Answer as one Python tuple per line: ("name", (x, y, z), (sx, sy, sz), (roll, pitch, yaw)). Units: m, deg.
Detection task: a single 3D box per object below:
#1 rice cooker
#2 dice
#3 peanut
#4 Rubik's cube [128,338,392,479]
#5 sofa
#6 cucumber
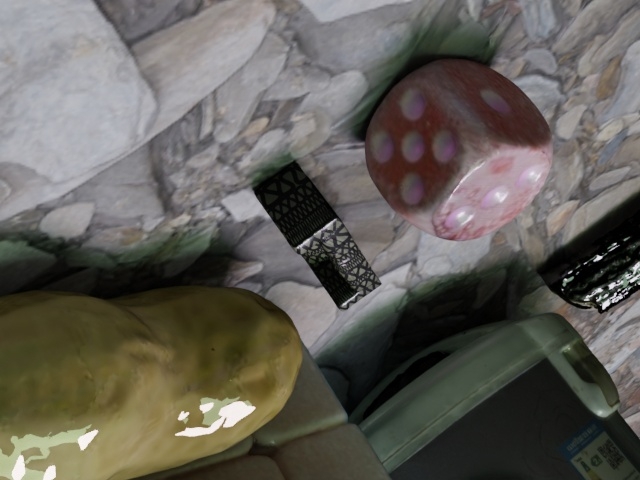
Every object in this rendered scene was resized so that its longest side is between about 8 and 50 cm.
("rice cooker", (0.152, 0.222, 1.259), (0.288, 0.277, 0.288), (-34, 168, -8))
("dice", (0.093, -0.061, 0.961), (0.093, 0.094, 0.091), (0, 138, -42))
("peanut", (-0.147, 0.096, 0.922), (0.319, 0.147, 0.147), (-8, 142, -34))
("Rubik's cube", (-0.117, 0.301, 1.078), (0.319, 0.316, 0.321), (-14, 144, -29))
("sofa", (0.000, 0.000, 0.996), (0.039, 0.060, 0.118), (-37, 150, 0))
("cucumber", (0.313, -0.016, 1.271), (0.245, 0.067, 0.067), (-37, 151, 10))
